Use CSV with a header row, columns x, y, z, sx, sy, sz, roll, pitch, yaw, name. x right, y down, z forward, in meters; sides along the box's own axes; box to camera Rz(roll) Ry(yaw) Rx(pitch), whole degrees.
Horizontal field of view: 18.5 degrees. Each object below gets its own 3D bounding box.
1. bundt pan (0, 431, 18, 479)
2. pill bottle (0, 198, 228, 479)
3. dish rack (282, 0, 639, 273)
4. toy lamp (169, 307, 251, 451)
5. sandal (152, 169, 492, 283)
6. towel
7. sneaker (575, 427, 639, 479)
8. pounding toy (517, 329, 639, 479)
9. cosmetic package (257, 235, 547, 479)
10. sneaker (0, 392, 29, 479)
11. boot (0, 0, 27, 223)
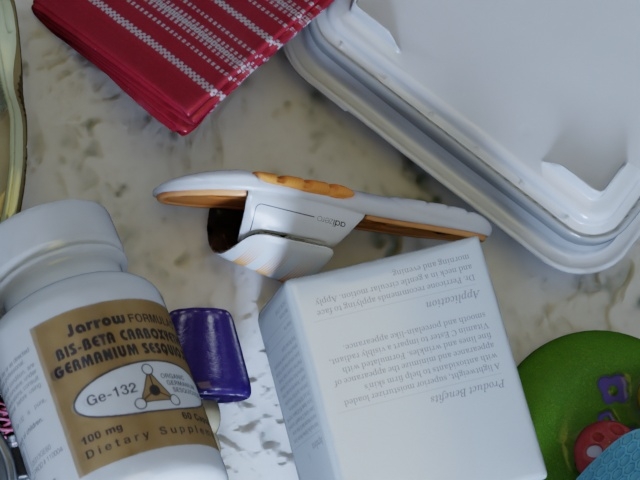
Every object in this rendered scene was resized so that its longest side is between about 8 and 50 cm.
x,y,z,sx,sy,sz,roll,pitch,yaw,name
-0.363,0.222,1.310,0.330,0.124,0.331,0,92,5,bundt pan
-0.161,0.093,1.386,0.131,0.131,0.229,-17,66,-14,pill bottle
0.168,-0.167,1.554,0.333,0.072,0.285,38,69,3,dish rack
-0.089,0.187,1.448,0.080,0.080,0.275,3,79,-10,toy lamp
0.003,-0.001,1.493,0.265,0.102,0.076,8,82,-13,sandal
-0.068,-0.214,1.519,0.275,0.031,0.199,-42,57,-16,towel
0.215,0.301,1.434,0.208,0.127,0.319,34,111,-25,sneaker
0.257,0.157,1.495,0.236,0.110,0.183,22,70,-7,pounding toy
0.055,0.113,1.451,0.151,0.151,0.184,-12,80,-13,cosmetic package
-0.234,0.120,1.443,0.047,0.057,0.119,-16,83,-16,sneaker
-0.303,-0.090,1.455,0.165,0.077,0.213,-1,72,-19,boot
